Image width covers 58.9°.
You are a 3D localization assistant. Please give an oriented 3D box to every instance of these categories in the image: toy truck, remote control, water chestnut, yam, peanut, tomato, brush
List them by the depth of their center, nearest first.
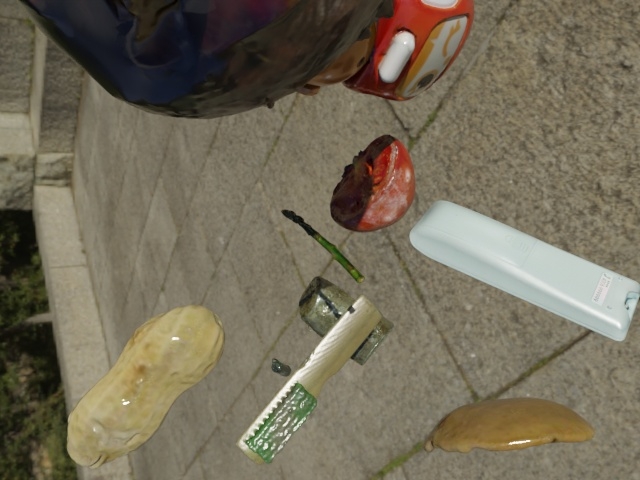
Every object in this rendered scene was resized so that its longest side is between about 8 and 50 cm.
[{"bbox_3d":[-0.089,-0.232,0.348,0.334,0.347,0.336,10,123,17],"label":"water chestnut"},{"bbox_3d":[0.061,-0.257,0.687,0.239,0.264,0.189,-86,20,-43],"label":"toy truck"},{"bbox_3d":[0.266,0.025,0.751,0.293,0.103,0.051,27,140,21],"label":"remote control"},{"bbox_3d":[-0.009,0.199,0.818,0.054,0.282,0.048,45,166,-15],"label":"brush"},{"bbox_3d":[-0.261,0.212,0.841,0.290,0.130,0.130,-49,38,-6],"label":"peanut"},{"bbox_3d":[0.093,-0.077,0.892,0.159,0.091,0.139,-45,32,20],"label":"tomato"},{"bbox_3d":[0.044,0.150,1.049,0.183,0.107,0.107,35,135,-1],"label":"yam"}]

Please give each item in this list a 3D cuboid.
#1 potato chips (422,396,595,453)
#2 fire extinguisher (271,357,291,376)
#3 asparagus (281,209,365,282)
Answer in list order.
[{"bbox_3d":[0.235,0.234,0.726,0.208,0.195,0.062,-12,72,27],"label":"potato chips"},{"bbox_3d":[-0.087,0.268,1.201,0.038,0.025,0.083,55,-179,24],"label":"fire extinguisher"},{"bbox_3d":[0.000,0.000,0.702,0.163,0.016,0.016,43,154,35],"label":"asparagus"}]
